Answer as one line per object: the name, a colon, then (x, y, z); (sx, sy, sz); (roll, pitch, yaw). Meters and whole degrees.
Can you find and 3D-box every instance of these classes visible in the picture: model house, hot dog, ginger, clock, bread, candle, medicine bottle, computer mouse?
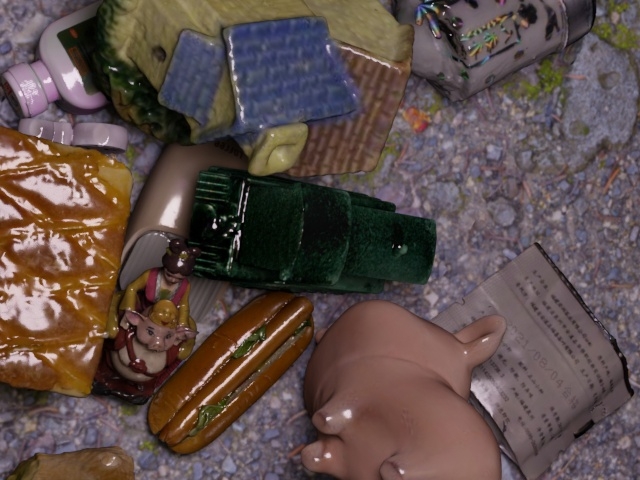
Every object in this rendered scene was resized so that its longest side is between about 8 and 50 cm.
model house: (-0.061, -0.170, 1.766); (0.321, 0.266, 0.261); (-13, 138, -38)
hot dog: (-0.105, 0.157, 1.912); (0.249, 0.068, 0.100); (-45, 103, -14)
ginger: (-0.308, 0.357, 1.811); (0.221, 0.130, 0.275); (42, 82, -23)
clock: (-0.292, -0.121, 1.843); (0.129, 0.087, 0.041); (5, 84, -17)
bread: (-0.369, 0.017, 1.752); (0.279, 0.207, 0.279); (17, 83, -17)
candle: (0.174, -0.275, 1.956); (0.330, 0.187, 0.187); (-28, 98, -16)
medicine bottle: (-0.267, -0.216, 1.857); (0.219, 0.078, 0.115); (-28, 92, -18)
computer mouse: (-0.152, -0.023, 1.893); (0.145, 0.082, 0.236); (27, 80, -17)

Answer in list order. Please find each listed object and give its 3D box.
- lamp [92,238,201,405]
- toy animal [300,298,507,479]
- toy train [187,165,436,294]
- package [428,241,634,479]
lamp: (-0.192, 0.098, 1.790); (0.118, 0.253, 0.118); (12, 58, -21)
toy animal: (0.100, 0.210, 1.860); (0.269, 0.326, 0.237); (-7, 132, -43)
toy train: (0.000, 0.000, 1.845); (0.330, 0.178, 0.138); (8, 90, -47)
package: (0.282, 0.157, 2.048); (0.204, 0.062, 0.251); (-36, 96, -17)
